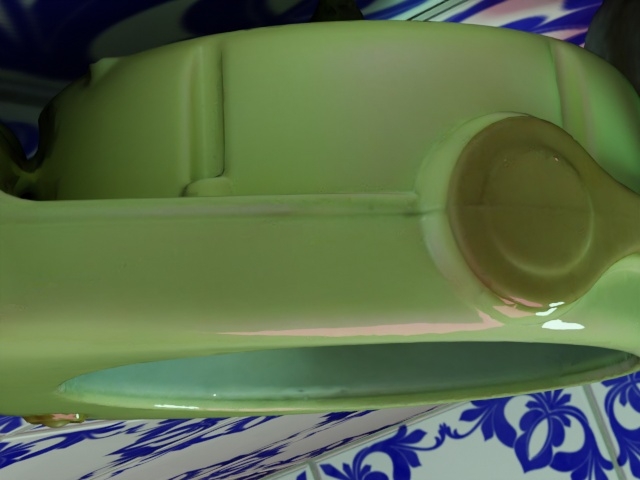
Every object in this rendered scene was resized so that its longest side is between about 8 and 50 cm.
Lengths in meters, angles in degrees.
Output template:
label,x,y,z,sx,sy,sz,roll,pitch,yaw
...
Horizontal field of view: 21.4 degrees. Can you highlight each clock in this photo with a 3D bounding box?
label,x,y,z,sx,sy,sz,roll,pitch,yaw
clock,0.013,0.001,0.552,0.308,0.096,0.235,-2,168,0

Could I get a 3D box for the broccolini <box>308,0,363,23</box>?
label,x,y,z,sx,sy,sz,roll,pitch,yaw
broccolini,-0.025,-0.042,0.664,0.042,0.044,0.218,1,156,-23

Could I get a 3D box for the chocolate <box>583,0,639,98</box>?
label,x,y,z,sx,sy,sz,roll,pitch,yaw
chocolate,0.196,-0.103,0.549,0.185,0.100,0.303,-25,180,-11
